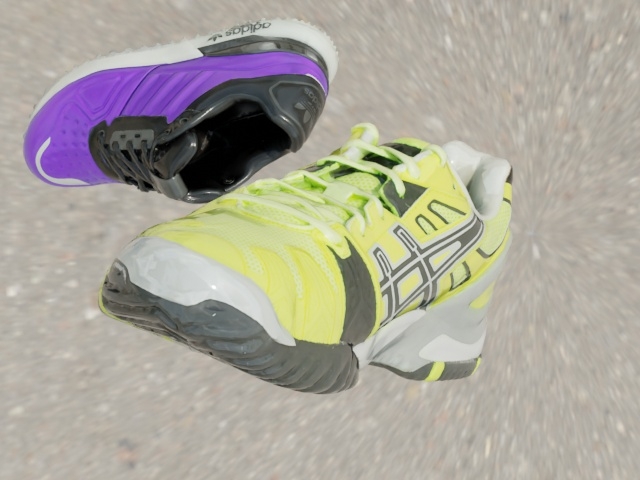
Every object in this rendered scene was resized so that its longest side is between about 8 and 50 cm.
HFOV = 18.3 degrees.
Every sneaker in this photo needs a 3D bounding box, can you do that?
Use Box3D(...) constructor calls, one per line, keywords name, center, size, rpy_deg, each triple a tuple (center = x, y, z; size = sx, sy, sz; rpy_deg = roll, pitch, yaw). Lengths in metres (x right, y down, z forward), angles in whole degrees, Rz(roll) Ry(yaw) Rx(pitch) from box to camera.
Box3D(name="sneaker", center=(-0.130, -0.086, 1.643), size=(0.293, 0.146, 0.102), rpy_deg=(-17, 131, 22))
Box3D(name="sneaker", center=(0.000, 0.000, 1.161), size=(0.145, 0.384, 0.147), rpy_deg=(22, 99, 22))
